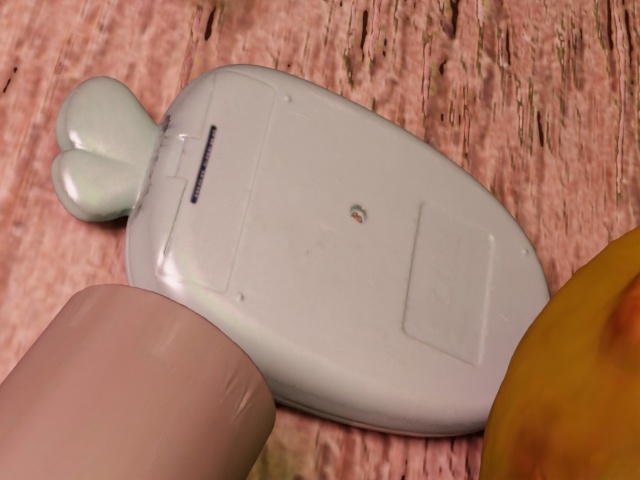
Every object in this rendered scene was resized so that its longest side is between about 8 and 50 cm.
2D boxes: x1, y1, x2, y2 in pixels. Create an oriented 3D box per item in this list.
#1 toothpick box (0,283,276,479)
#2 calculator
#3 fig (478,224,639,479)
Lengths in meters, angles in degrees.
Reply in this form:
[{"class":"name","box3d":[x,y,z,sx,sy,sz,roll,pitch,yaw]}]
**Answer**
[{"class":"toothpick box","box3d":[-0.103,0.116,0.460,0.111,0.111,0.180,38,52,-8]},{"class":"calculator","box3d":[0.000,0.000,0.622,0.295,0.042,0.184,23,56,-19]},{"class":"fig","box3d":[0.247,0.138,0.529,0.343,0.343,0.343,13,60,-24]}]
